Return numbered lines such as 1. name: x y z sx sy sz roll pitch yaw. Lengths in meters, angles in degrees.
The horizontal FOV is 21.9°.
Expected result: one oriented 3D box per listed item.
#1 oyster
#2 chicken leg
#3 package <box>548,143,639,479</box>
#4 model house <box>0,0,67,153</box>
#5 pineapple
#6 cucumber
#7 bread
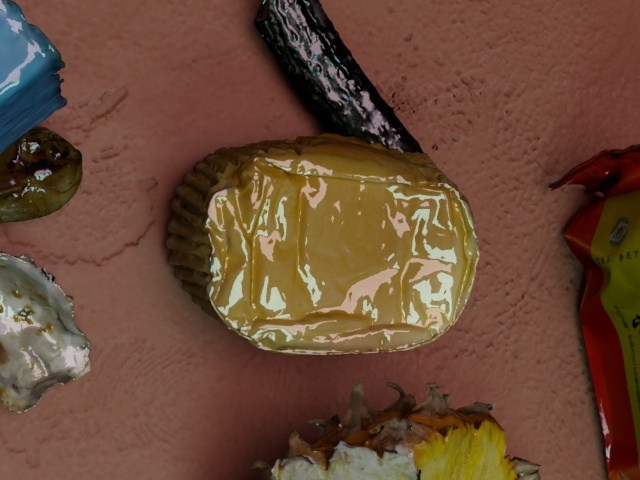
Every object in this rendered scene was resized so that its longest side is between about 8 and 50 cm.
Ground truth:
1. oyster: -0.249 0.061 1.318 0.103 0.051 0.148 -32 115 -27
2. chicken leg: -0.276 -0.051 1.311 0.178 0.070 0.093 -17 94 -15
3. package: 0.339 0.116 1.515 0.123 0.196 0.424 -14 91 -30
4. model house: -0.343 -0.096 1.162 0.215 0.237 0.303 45 82 -3
5. pineapple: 0.053 0.256 1.412 0.286 0.209 0.344 -26 124 -56
6. cucumber: 0.020 -0.127 1.454 0.067 0.067 0.245 -40 105 -22
7. bread: 0.000 0.000 1.389 0.250 0.133 0.179 -1 96 -17
